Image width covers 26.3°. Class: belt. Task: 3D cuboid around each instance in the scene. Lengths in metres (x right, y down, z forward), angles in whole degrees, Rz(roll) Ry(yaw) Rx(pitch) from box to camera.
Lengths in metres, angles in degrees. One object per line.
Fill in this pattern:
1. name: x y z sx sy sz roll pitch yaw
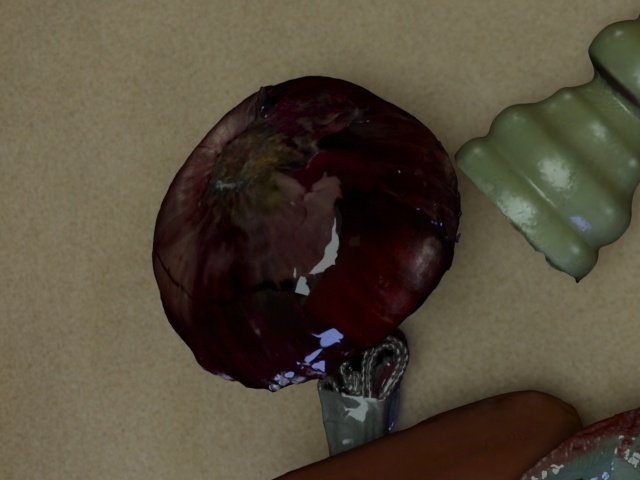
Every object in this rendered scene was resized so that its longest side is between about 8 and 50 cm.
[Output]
1. belt: 0.032 0.184 1.120 0.071 0.053 0.232 8 98 18

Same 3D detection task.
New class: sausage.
1. sausage: 0.082 0.192 1.041 0.259 0.113 0.113 -20 89 -6

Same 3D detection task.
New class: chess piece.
1. chess piece: 0.226 -0.100 1.001 0.243 0.133 0.133 -46 81 10

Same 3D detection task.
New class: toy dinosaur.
1. toy dinosaur: 0.220 0.158 1.000 0.242 0.053 0.167 3 85 -10

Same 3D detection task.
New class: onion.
1. onion: 0.000 0.000 1.041 0.252 0.219 0.252 -28 41 29
